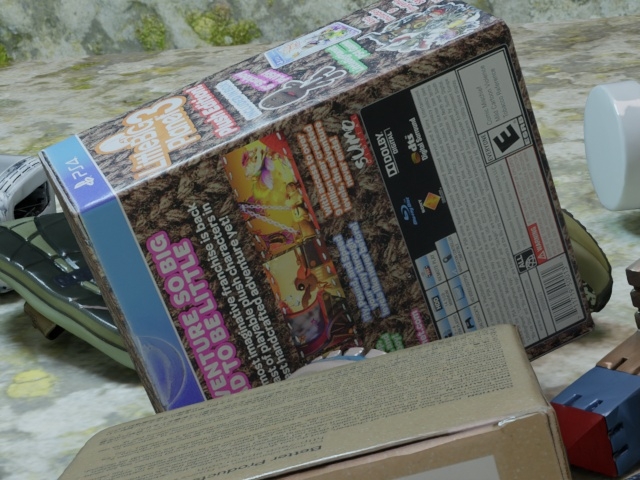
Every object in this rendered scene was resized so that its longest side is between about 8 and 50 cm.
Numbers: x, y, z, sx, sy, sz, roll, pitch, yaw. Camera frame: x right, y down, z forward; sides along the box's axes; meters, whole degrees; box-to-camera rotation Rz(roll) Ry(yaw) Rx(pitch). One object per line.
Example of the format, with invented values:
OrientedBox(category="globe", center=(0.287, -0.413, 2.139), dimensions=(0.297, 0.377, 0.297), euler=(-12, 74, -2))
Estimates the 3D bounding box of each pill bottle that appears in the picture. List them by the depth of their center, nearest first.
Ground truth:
OrientedBox(category="pill bottle", center=(0.421, -0.108, 1.491), dimensions=(0.301, 0.169, 0.169), euler=(-7, 16, -6))

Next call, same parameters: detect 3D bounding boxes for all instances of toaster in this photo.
OrientedBox(category="toaster", center=(-0.356, -0.016, 1.523), dimensions=(0.146, 0.129, 0.227), euler=(-1, 15, 9))

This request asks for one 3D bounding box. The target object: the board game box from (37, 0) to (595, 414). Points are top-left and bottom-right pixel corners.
OrientedBox(category="board game box", center=(0.000, 0.000, 1.006), dimensions=(0.291, 0.232, 0.141), euler=(-25, 25, -10))

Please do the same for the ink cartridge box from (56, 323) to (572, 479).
OrientedBox(category="ink cartridge box", center=(-0.004, 0.122, 0.705), dimensions=(0.234, 0.088, 0.193), euler=(-15, 7, 6))

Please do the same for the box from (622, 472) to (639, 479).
OrientedBox(category="box", center=(0.195, 0.176, 0.714), dimensions=(0.156, 0.093, 0.158), euler=(-16, 18, -33))

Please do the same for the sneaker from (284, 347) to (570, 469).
OrientedBox(category="sneaker", center=(0.040, 0.115, 0.863), dimensions=(0.190, 0.071, 0.083), euler=(11, 25, 38))

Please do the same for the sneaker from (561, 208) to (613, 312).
OrientedBox(category="sneaker", center=(0.027, 0.041, 1.232), dimensions=(0.410, 0.158, 0.182), euler=(8, 54, 9))

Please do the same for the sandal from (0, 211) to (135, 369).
OrientedBox(category="sandal", center=(-0.214, 0.054, 1.326), dimensions=(0.120, 0.086, 0.303), euler=(-13, 32, -34))

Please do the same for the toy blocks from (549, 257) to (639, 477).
OrientedBox(category="toy blocks", center=(0.318, 0.076, 0.934), dimensions=(0.261, 0.191, 0.381), euler=(-32, 27, -33))
